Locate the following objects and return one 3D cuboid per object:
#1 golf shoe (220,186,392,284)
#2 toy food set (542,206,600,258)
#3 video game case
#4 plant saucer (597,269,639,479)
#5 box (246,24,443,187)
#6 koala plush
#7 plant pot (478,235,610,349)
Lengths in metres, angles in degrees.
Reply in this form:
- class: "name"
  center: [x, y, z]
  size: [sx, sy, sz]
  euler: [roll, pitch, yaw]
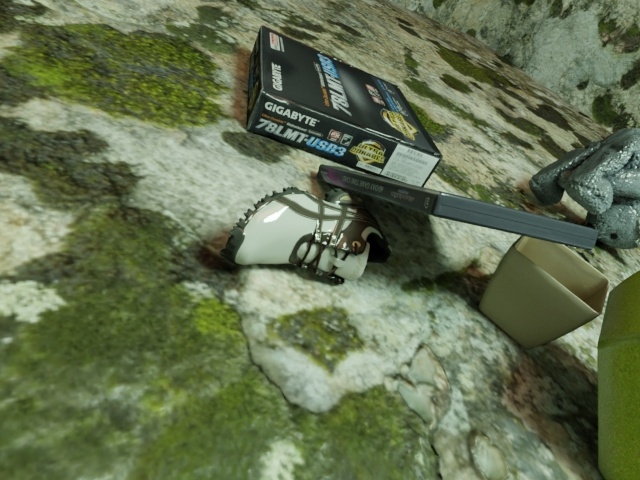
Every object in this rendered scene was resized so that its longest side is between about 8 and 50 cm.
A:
- class: "golf shoe"
  center: [0.000, 0.000, 0.459]
  size: [0.198, 0.077, 0.094]
  euler: [-15, 54, -46]
- class: "toy food set"
  center: [0.451, -0.012, 0.869]
  size: [0.077, 0.019, 0.122]
  euler: [17, 35, -19]
- class: "video game case"
  center: [0.133, -0.046, 0.544]
  size: [0.195, 0.026, 0.274]
  euler: [10, 10, -23]
- class: "plant saucer"
  center: [0.303, 0.135, 0.463]
  size: [0.045, 0.189, 0.188]
  euler: [2, 17, 35]
- class: "box"
  center: [0.027, -0.228, 0.786]
  size: [0.293, 0.073, 0.296]
  euler: [18, 35, -20]
- class: "koala plush"
  center: [0.565, -0.075, 0.902]
  size: [0.221, 0.203, 0.196]
  euler: [55, 2, -10]
- class: "plant pot"
  center: [0.252, 0.060, 0.553]
  size: [0.109, 0.096, 0.109]
  euler: [42, 36, 18]
